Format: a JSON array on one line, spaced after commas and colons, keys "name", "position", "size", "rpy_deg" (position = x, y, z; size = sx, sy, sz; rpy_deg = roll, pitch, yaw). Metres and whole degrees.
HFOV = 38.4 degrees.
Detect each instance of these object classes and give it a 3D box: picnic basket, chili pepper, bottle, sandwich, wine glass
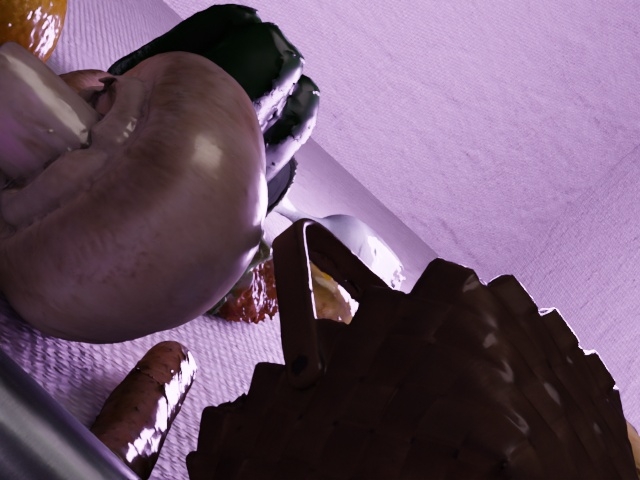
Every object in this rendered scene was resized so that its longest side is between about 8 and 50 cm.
[{"name": "picnic basket", "position": [0.061, 0.147, 0.669], "size": [0.254, 0.291, 0.321], "rpy_deg": [40, 25, -30]}, {"name": "chili pepper", "position": [-0.144, -0.183, 1.233], "size": [0.248, 0.257, 0.233], "rpy_deg": [47, -2, 11]}, {"name": "bottle", "position": [-0.161, 0.117, 0.486], "size": [0.254, 0.079, 0.096], "rpy_deg": [45, 4, -4]}, {"name": "sandwich", "position": [-0.111, 0.000, 1.052], "size": [0.184, 0.109, 0.160], "rpy_deg": [52, 14, 28]}, {"name": "wine glass", "position": [0.000, 0.000, 1.430], "size": [0.321, 0.143, 0.143], "rpy_deg": [41, 11, -38]}]

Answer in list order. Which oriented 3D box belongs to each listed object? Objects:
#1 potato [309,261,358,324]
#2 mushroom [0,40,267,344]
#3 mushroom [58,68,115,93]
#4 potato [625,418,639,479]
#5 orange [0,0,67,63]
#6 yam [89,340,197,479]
[{"name": "potato", "position": [-0.001, 0.074, 1.309], "size": [0.138, 0.070, 0.091], "rpy_deg": [43, 10, -19]}, {"name": "mushroom", "position": [-0.166, -0.055, 0.699], "size": [0.260, 0.254, 0.234], "rpy_deg": [-4, -44, 45]}, {"name": "mushroom", "position": [-0.208, -0.094, 0.944], "size": [0.286, 0.156, 0.151], "rpy_deg": [39, 16, 34]}, {"name": "potato", "position": [0.300, 0.310, 1.160], "size": [0.299, 0.246, 0.196], "rpy_deg": [46, 5, 30]}, {"name": "orange", "position": [-0.317, -0.208, 0.719], "size": [0.236, 0.236, 0.236], "rpy_deg": [45, 10, -10]}, {"name": "yam", "position": [-0.128, 0.126, 0.651], "size": [0.057, 0.057, 0.241], "rpy_deg": [46, 10, -5]}]
